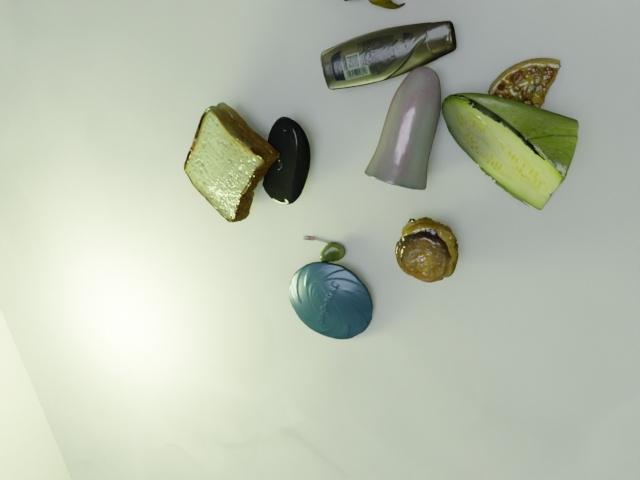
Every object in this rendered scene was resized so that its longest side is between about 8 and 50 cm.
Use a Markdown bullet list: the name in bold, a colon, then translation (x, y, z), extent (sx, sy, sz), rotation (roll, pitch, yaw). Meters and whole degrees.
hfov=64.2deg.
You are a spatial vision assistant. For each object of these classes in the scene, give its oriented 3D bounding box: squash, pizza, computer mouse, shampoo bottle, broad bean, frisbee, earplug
- **squash**: translation (0.425, -0.238, 1.229), extent (0.308, 0.234, 0.210), rotation (18, 75, 12)
- **pizza**: translation (0.509, -0.373, 1.249), extent (0.174, 0.046, 0.134), rotation (-29, 94, 28)
- **computer mouse**: translation (-0.094, -0.240, 1.529), extent (0.137, 0.086, 0.270), rotation (30, 125, 30)
- **shampoo bottle**: translation (0.175, -0.488, 1.336), extent (0.349, 0.084, 0.126), rotation (-8, 106, 25)
- **broad bean**: translation (0.036, 0.038, 1.590), extent (0.083, 0.045, 0.063), rotation (-23, 107, 22)
- **frisbee**: translation (0.025, 0.201, 1.621), extent (0.289, 0.049, 0.290), rotation (11, 119, 20)
- **earplug**: translation (0.235, -0.301, 1.340), extent (0.172, 0.172, 0.302), rotation (19, 106, 17)

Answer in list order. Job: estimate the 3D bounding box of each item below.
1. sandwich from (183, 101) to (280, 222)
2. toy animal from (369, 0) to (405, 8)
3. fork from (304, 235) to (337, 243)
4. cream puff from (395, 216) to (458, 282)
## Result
- **sandwich**: translation (-0.287, -0.238, 1.574), extent (0.271, 0.099, 0.301), rotation (48, 134, 14)
- **toy animal**: translation (0.114, -0.668, 1.312), extent (0.219, 0.155, 0.095), rotation (20, 90, -27)
- **fork**: translation (0.000, 0.000, 1.612), extent (0.115, 0.012, 0.016), rotation (10, 114, 15)
- **cream puff**: translation (0.296, 0.021, 1.423), extent (0.188, 0.129, 0.189), rotation (9, 119, 18)
